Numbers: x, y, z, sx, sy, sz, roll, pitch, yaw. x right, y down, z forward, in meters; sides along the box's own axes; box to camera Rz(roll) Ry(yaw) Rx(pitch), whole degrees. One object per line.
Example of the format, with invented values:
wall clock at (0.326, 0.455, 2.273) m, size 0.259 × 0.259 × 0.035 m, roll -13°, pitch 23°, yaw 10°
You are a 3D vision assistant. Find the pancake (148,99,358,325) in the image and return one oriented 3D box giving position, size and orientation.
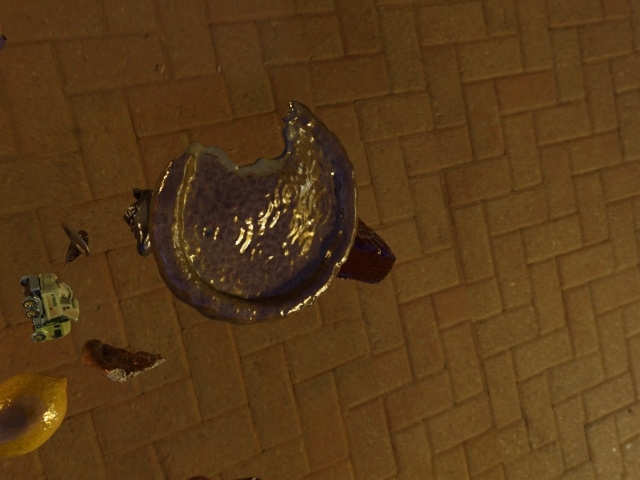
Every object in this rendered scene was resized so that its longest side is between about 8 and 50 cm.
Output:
pancake at (-0.061, -0.037, 0.630) m, size 0.288 × 0.033 × 0.285 m, roll 18°, pitch 84°, yaw -39°

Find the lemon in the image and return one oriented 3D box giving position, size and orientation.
lemon at (-0.757, 0.439, 1.316) m, size 0.257 × 0.188 × 0.188 m, roll -45°, pitch 107°, yaw -23°

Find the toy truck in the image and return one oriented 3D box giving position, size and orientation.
toy truck at (-0.663, 0.161, 1.284) m, size 0.116 × 0.085 × 0.191 m, roll -9°, pitch 135°, yaw -24°

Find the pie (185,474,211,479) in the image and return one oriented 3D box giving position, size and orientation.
pie at (-0.151, 0.331, 0.559) m, size 0.154 × 0.036 × 0.154 m, roll -36°, pitch 133°, yaw -52°

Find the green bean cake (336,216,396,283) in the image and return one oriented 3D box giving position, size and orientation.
green bean cake at (0.000, 0.000, 1.008) m, size 0.233 × 0.198 × 0.097 m, roll 4°, pitch 120°, yaw -28°

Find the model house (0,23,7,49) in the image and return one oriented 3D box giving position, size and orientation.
model house at (-0.826, -0.511, 1.309) m, size 0.083 × 0.057 × 0.058 m, roll -44°, pitch 80°, yaw 14°

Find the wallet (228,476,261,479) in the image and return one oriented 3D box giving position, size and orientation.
wallet at (-0.137, 0.389, 0.737) m, size 0.137 × 0.255 × 0.031 m, roll 46°, pitch 37°, yaw -23°

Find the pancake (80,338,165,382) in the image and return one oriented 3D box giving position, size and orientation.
pancake at (-0.626, 0.368, 1.652) m, size 0.245 × 0.266 × 0.057 m, roll -2°, pitch 108°, yaw -28°

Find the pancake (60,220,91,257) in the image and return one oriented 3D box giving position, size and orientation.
pancake at (-0.609, -0.002, 1.295) m, size 0.011 × 0.115 × 0.114 m, roll -39°, pitch 106°, yaw -29°

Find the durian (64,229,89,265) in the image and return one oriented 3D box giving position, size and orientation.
durian at (-0.778, 0.019, 1.643) m, size 0.052 × 0.066 × 0.130 m, roll 38°, pitch 60°, yaw -41°

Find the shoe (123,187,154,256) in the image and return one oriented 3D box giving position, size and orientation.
shoe at (-0.500, -0.060, 1.471) m, size 0.112 × 0.099 × 0.227 m, roll 13°, pitch 56°, yaw -8°
